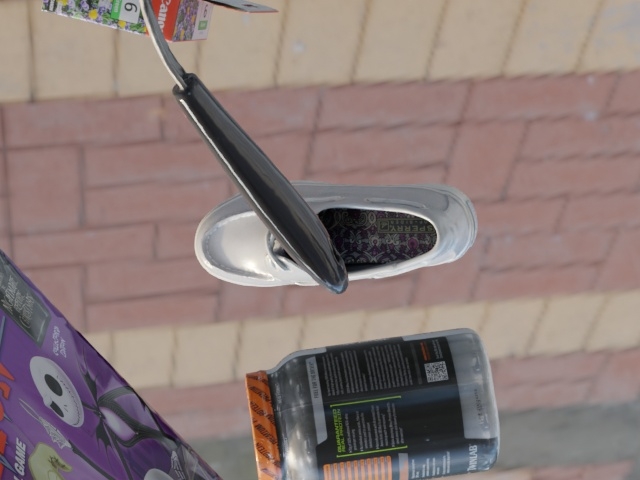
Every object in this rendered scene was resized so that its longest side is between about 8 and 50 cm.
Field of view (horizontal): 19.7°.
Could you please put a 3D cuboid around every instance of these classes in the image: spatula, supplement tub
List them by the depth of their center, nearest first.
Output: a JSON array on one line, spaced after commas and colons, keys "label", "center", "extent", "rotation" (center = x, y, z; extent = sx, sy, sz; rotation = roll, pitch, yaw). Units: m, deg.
[{"label": "spatula", "center": [-0.066, -0.093, 0.820], "extent": [0.030, 0.084, 0.296], "rotation": [-27, 111, 9]}, {"label": "supplement tub", "center": [0.039, 0.137, 1.459], "extent": [0.190, 0.117, 0.117], "rotation": [-7, 146, -3]}]

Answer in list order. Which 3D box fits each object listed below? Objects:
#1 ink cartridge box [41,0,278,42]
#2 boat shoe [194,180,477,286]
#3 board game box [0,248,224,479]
[{"label": "ink cartridge box", "center": [-0.087, -0.126, 1.006], "extent": [0.115, 0.029, 0.063], "rotation": [15, -169, 12]}, {"label": "boat shoe", "center": [0.000, 0.000, 1.103], "extent": [0.184, 0.066, 0.063], "rotation": [2, -171, 24]}, {"label": "board game box", "center": [-0.090, 0.150, 0.681], "extent": [0.056, 0.347, 0.208], "rotation": [-40, 113, 14]}]
